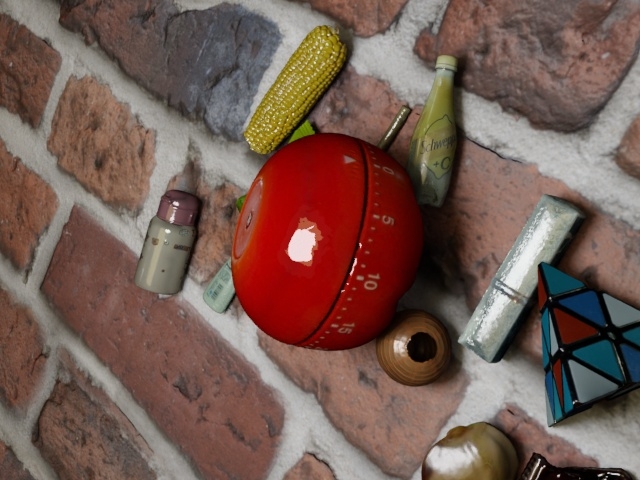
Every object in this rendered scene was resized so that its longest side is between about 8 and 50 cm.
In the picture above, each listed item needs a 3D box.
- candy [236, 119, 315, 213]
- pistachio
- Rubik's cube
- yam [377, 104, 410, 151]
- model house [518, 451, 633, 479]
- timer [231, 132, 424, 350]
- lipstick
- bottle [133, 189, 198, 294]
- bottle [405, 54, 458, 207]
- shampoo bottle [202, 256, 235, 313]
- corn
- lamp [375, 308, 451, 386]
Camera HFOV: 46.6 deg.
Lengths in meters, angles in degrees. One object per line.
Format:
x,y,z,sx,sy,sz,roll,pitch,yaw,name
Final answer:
-0.067,-0.112,1.530,0.246,0.069,0.149,-52,55,26,candy
0.240,0.395,1.240,0.165,0.130,0.210,20,100,-6,pistachio
0.377,0.196,1.155,0.250,0.284,0.234,51,144,35,Rubik's cube
0.135,-0.205,1.422,0.021,0.021,0.116,42,109,30,yam
0.354,0.421,1.128,0.141,0.164,0.203,29,105,39,model house
0.000,0.000,1.297,0.378,0.279,0.378,-165,90,-70,timer
0.331,0.062,1.224,0.076,0.077,0.290,33,104,29,lipstick
-0.344,0.000,1.695,0.110,0.110,0.233,22,98,35,bottle
0.205,-0.196,1.331,0.083,0.083,0.270,10,93,36,bottle
-0.190,0.067,1.619,0.069,0.041,0.191,47,112,35,shampoo bottle
-0.045,-0.310,1.514,0.101,0.101,0.310,51,117,27,corn
0.162,0.187,1.302,0.136,0.136,0.136,-3,84,35,lamp
